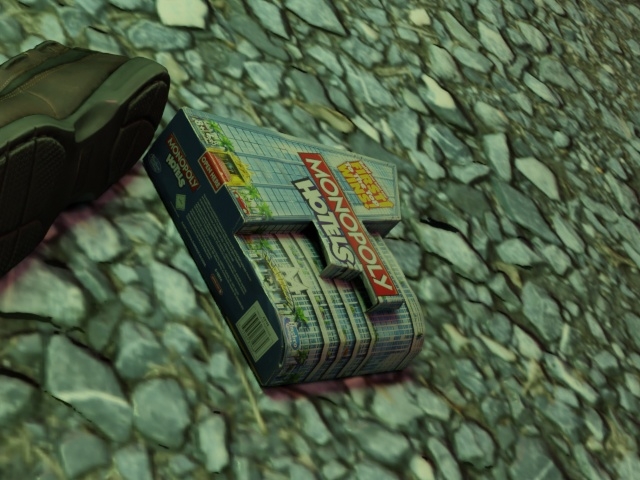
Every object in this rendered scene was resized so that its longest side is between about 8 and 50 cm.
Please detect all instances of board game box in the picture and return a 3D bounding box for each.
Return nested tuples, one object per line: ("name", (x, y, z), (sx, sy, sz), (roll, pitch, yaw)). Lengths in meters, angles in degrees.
("board game box", (0.000, 0.000, 0.979), (0.194, 0.060, 0.194), (-3, 54, -47))

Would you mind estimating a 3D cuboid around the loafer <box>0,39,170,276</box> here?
("loafer", (-0.191, -0.054, 0.823), (0.095, 0.109, 0.302), (26, 26, 9))
